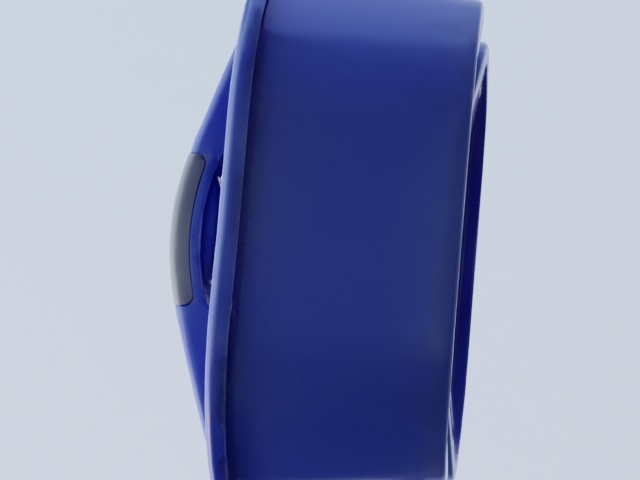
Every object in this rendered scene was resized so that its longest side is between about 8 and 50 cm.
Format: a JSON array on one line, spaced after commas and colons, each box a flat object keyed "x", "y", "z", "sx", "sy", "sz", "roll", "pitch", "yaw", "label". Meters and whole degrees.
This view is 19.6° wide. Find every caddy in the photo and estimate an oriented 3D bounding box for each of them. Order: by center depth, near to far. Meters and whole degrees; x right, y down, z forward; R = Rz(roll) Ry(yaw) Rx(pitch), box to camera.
[{"x": 0.000, "y": 0.000, "z": 1.090, "sx": 0.179, "sy": 0.241, "sz": 0.341, "roll": 5, "pitch": -96, "yaw": 6, "label": "caddy"}]
